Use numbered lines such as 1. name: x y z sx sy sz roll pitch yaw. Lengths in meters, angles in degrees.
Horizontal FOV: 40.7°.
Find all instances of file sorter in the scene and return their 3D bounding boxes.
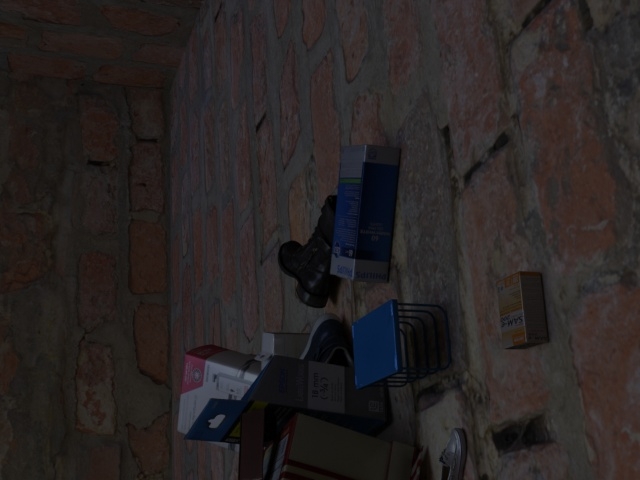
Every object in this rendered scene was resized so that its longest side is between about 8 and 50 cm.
1. file sorter: 0.135 0.179 1.462 0.170 0.104 0.118 137 133 -62

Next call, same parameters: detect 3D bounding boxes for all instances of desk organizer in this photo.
1. desk organizer: -0.109 0.363 1.503 0.050 0.047 0.130 -18 53 25

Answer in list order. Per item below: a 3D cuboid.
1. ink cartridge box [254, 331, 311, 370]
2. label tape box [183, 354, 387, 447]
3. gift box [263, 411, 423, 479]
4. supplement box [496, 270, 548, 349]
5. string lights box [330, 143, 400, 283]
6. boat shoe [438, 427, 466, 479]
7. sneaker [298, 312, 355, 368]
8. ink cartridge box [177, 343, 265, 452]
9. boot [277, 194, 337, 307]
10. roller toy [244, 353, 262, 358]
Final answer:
1. ink cartridge box: -0.070 0.253 1.946 0.092 0.143 0.090 169 104 -69
2. label tape box: -0.071 0.316 1.651 0.241 0.333 0.106 124 152 -53
3. gift box: 0.031 0.446 1.491 0.255 0.258 0.276 126 162 -58
4. supplement box: 0.277 0.097 1.190 0.062 0.036 0.099 140 131 -64
5. string lights box: 0.084 -0.053 1.687 0.133 0.076 0.260 -167 82 -70
6. boat shoe: 0.202 0.342 1.345 0.035 0.035 0.100 -162 77 -69
7. sneaker: 0.008 0.289 1.811 0.163 0.086 0.226 -119 39 -60
8. ink cartridge box: -0.187 0.383 2.049 0.283 0.117 0.207 11 99 28
9. boot: 0.000 0.000 1.920 0.263 0.091 0.229 56 132 53
10. roller toy: -0.188 0.389 2.233 0.209 0.146 0.191 -138 55 -66
